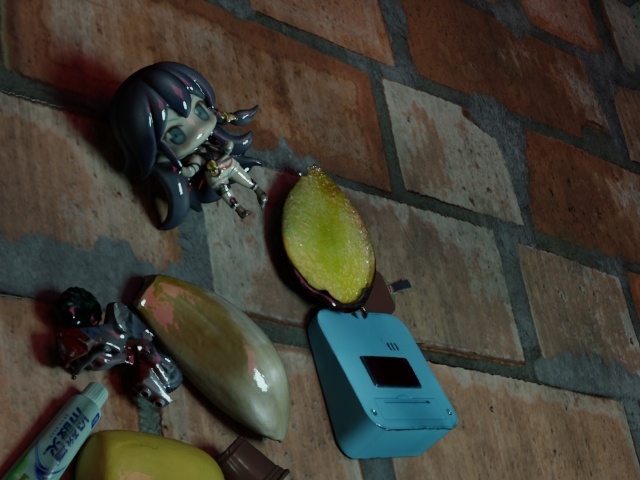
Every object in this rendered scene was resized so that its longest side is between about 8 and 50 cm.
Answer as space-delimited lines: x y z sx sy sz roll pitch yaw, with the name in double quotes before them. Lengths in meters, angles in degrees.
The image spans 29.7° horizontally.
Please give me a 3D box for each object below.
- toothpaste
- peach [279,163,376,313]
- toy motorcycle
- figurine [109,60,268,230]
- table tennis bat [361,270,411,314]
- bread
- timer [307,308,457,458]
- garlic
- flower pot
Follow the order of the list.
"toothpaste" -0.352 0.286 1.511 0.075 0.048 0.297 38 42 -5
"peach" -0.002 0.003 2.078 0.189 0.068 0.279 12 58 -34
"toy motorcycle" -0.279 0.155 1.650 0.213 0.082 0.122 40 40 -20
"figurine" -0.209 -0.147 1.852 0.175 0.197 0.265 -49 123 -52
"table tennis bat" 0.112 0.093 2.185 0.158 0.014 0.095 -12 73 -49
"bread" -0.217 0.324 1.594 0.217 0.098 0.147 20 48 -40
"timer" 0.092 0.237 2.037 0.232 0.091 0.250 8 47 -44
"garlic" -0.146 0.162 1.794 0.318 0.112 0.143 41 42 -4
"flower pot" -0.111 0.334 1.708 0.089 0.111 0.111 45 37 5
